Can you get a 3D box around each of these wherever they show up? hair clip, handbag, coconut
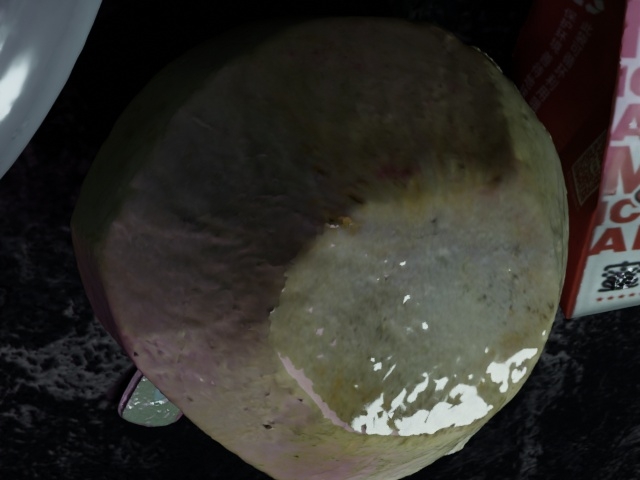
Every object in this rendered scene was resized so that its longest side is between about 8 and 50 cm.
[{"bbox_3d":[-0.090,0.083,1.113,0.054,0.022,0.137,11,136,-35],"label":"hair clip"},{"bbox_3d":[0.207,-0.101,0.889,0.171,0.151,0.298,-9,144,-11],"label":"handbag"},{"bbox_3d":[0.000,0.000,0.863,0.259,0.259,0.259,-13,145,-9],"label":"coconut"}]

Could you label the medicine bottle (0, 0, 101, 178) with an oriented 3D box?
[{"bbox_3d":[-0.245,-0.141,0.539,0.306,0.245,0.245,27,125,-38],"label":"medicine bottle"}]
